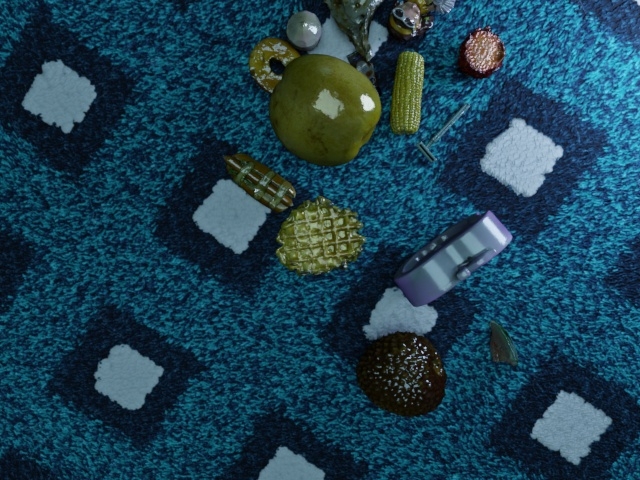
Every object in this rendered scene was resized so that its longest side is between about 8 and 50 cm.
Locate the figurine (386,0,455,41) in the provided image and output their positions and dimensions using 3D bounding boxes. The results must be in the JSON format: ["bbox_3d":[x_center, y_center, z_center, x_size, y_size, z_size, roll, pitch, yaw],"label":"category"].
[{"bbox_3d":[0.294,-0.705,1.248,0.175,0.116,0.240,38,89,-3],"label":"figurine"}]

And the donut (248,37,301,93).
[{"bbox_3d":[-0.135,-0.533,1.302,0.162,0.065,0.178,-35,91,-1],"label":"donut"}]

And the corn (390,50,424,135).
[{"bbox_3d":[0.264,-0.448,1.279,0.094,0.093,0.243,3,94,2],"label":"corn"}]

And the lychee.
[{"bbox_3d":[0.241,0.407,1.276,0.268,0.267,0.267,0,94,2],"label":"lychee"}]

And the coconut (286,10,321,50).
[{"bbox_3d":[-0.052,-0.633,1.259,0.110,0.124,0.110,0,96,0],"label":"coconut"}]

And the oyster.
[{"bbox_3d":[0.114,-0.754,1.267,0.205,0.111,0.395,17,93,17],"label":"oyster"}]

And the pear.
[{"bbox_3d":[0.011,-0.366,1.195,0.315,0.314,0.313,0,94,2],"label":"pear"}]

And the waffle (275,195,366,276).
[{"bbox_3d":[0.000,0.000,1.338,0.262,0.060,0.280,35,95,-1],"label":"waffle"}]

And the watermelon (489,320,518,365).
[{"bbox_3d":[0.586,0.334,1.339,0.080,0.101,0.154,-7,85,14],"label":"watermelon"}]

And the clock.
[{"bbox_3d":[0.365,0.049,1.201,0.339,0.338,0.102,-38,87,4],"label":"clock"}]

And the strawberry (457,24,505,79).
[{"bbox_3d":[0.483,-0.561,1.265,0.145,0.086,0.145,0,96,2],"label":"strawberry"}]

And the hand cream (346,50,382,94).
[{"bbox_3d":[0.141,-0.522,1.306,0.062,0.039,0.163,-27,91,20],"label":"hand cream"}]

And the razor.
[{"bbox_3d":[0.392,-0.350,1.316,0.084,0.036,0.211,42,89,-25],"label":"razor"}]

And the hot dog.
[{"bbox_3d":[-0.195,-0.188,1.326,0.270,0.072,0.109,35,92,-2],"label":"hot dog"}]
